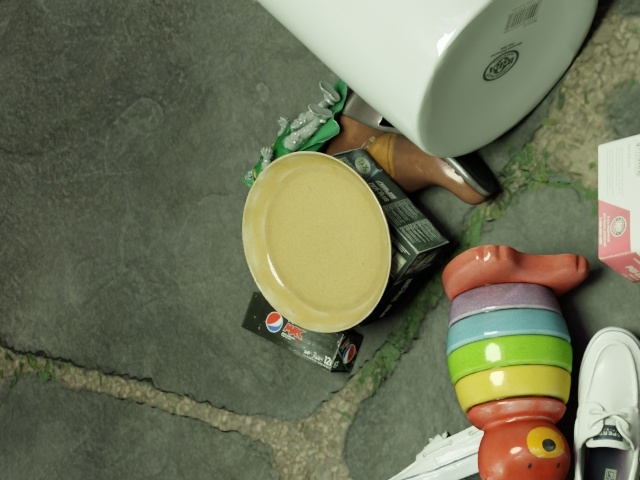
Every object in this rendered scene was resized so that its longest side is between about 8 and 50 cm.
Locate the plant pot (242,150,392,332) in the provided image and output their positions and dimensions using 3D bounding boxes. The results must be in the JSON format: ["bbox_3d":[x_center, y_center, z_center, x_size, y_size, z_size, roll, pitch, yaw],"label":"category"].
[{"bbox_3d":[0.000,0.000,1.890,0.236,0.032,0.236,10,108,35],"label":"plant pot"}]

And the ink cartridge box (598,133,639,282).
[{"bbox_3d":[0.439,-0.053,1.704,0.217,0.092,0.159,-15,59,37],"label":"ink cartridge box"}]

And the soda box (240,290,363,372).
[{"bbox_3d":[-0.027,0.127,2.044,0.169,0.053,0.060,24,96,33],"label":"soda box"}]

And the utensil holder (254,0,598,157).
[{"bbox_3d":[0.110,-0.336,1.857,0.385,0.327,0.328,47,109,26],"label":"utensil holder"}]

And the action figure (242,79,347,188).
[{"bbox_3d":[-0.045,-0.132,2.051,0.232,0.063,0.137,-45,15,47],"label":"action figure"}]

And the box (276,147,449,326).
[{"bbox_3d":[0.053,-0.005,1.919,0.180,0.077,0.147,47,125,19],"label":"box"}]

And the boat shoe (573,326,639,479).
[{"bbox_3d":[0.349,0.232,1.748,0.095,0.084,0.258,-1,87,13],"label":"boat shoe"}]

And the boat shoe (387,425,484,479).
[{"bbox_3d":[0.170,0.283,1.887,0.226,0.083,0.076,-23,61,17],"label":"boat shoe"}]

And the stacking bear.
[{"bbox_3d":[0.236,0.172,1.776,0.164,0.175,0.289,-37,51,56],"label":"stacking bear"}]

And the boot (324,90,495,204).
[{"bbox_3d":[0.076,-0.033,1.975,0.264,0.096,0.280,35,107,24],"label":"boot"}]
